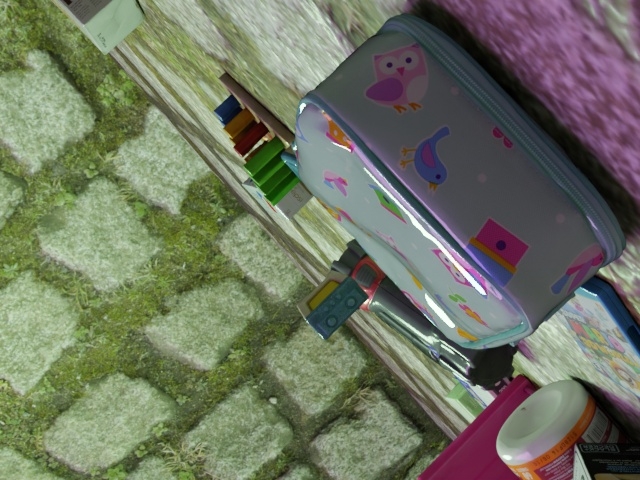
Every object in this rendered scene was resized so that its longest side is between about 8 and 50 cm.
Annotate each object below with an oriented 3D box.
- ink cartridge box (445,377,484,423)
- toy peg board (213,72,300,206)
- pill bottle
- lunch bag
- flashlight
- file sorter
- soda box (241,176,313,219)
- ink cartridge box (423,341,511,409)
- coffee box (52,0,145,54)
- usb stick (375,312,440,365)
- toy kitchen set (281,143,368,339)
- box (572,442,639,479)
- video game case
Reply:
[{"bbox_3d":[0.322,0.351,1.905,0.171,0.056,0.235,46,172,2],"label":"ink cartridge box"},{"bbox_3d":[-0.097,-0.138,1.426,0.160,0.079,0.161,44,173,24],"label":"toy peg board"},{"bbox_3d":[0.307,0.269,1.062,0.221,0.121,0.121,47,174,-6],"label":"pill bottle"},{"bbox_3d":[0.089,-0.025,0.686,0.224,0.108,0.279,45,174,5],"label":"lunch bag"},{"bbox_3d":[0.135,0.097,1.298,0.304,0.103,0.103,35,142,46],"label":"flashlight"},{"bbox_3d":[0.318,0.371,1.305,0.291,0.202,0.182,50,172,-30],"label":"file sorter"},{"bbox_3d":[-0.073,-0.089,1.645,0.074,0.069,0.216,47,175,-12],"label":"soda box"},{"bbox_3d":[0.237,0.203,1.508,0.208,0.045,0.206,46,175,-5],"label":"ink cartridge box"},{"bbox_3d":[-0.410,-0.435,1.556,0.246,0.098,0.141,46,174,6],"label":"coffee box"},{"bbox_3d":[0.171,0.164,1.744,0.077,0.045,0.278,41,177,-23],"label":"usb stick"},{"bbox_3d":[0.000,0.000,1.220,0.207,0.166,0.122,48,174,-18],"label":"toy kitchen set"},{"bbox_3d":[0.292,0.318,0.862,0.290,0.087,0.169,-71,-20,-76],"label":"box"},{"bbox_3d":[0.232,0.076,0.799,0.166,0.015,0.119,50,174,-28],"label":"video game case"}]
